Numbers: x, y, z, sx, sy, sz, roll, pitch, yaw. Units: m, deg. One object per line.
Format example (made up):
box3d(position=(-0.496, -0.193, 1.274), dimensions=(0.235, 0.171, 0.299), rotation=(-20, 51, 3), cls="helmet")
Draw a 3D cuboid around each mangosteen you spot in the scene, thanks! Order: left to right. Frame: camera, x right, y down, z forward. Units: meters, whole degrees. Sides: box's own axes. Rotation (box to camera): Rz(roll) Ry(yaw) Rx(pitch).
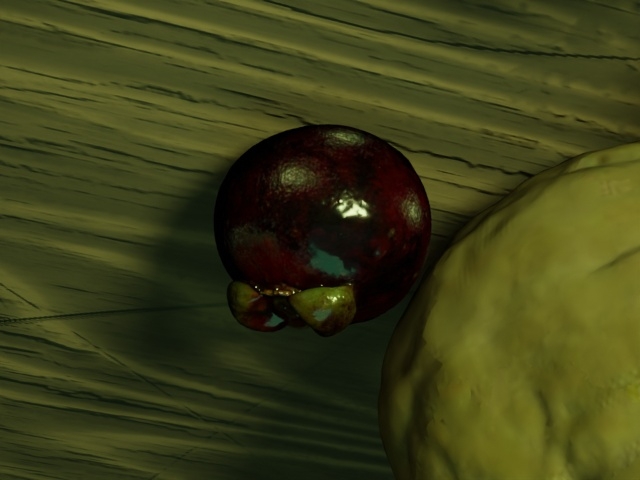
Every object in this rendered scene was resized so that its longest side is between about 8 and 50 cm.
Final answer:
box3d(position=(0.000, 0.000, 1.064), dimensions=(0.152, 0.152, 0.152), rotation=(1, 143, 0), cls="mangosteen")

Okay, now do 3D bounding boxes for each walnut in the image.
box3d(position=(0.228, 0.111, 1.065), dimensions=(0.381, 0.381, 0.381), rotation=(1, 143, 0), cls="walnut")
